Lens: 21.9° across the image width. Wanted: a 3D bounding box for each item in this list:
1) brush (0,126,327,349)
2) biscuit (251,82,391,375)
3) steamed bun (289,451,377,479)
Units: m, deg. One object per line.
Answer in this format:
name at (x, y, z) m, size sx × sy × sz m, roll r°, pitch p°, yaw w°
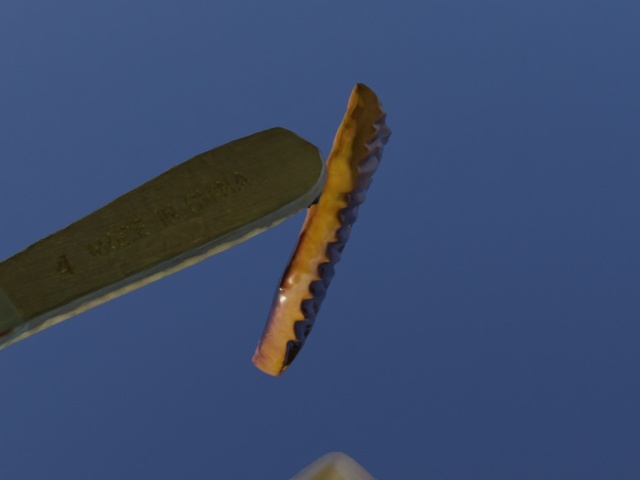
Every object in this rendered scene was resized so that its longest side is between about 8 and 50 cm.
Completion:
brush at (-0.138, 0.028, 0.679) m, size 0.336 × 0.020 × 0.085 m, roll -28°, pitch -113°, yaw -24°
biscuit at (0.001, 0.000, 1.025) m, size 0.031 × 0.228 × 0.176 m, roll 23°, pitch -102°, yaw 1°
steamed bun at (-0.017, 0.266, 1.168) m, size 0.146 × 0.164 × 0.242 m, roll 42°, pitch -117°, yaw 4°
